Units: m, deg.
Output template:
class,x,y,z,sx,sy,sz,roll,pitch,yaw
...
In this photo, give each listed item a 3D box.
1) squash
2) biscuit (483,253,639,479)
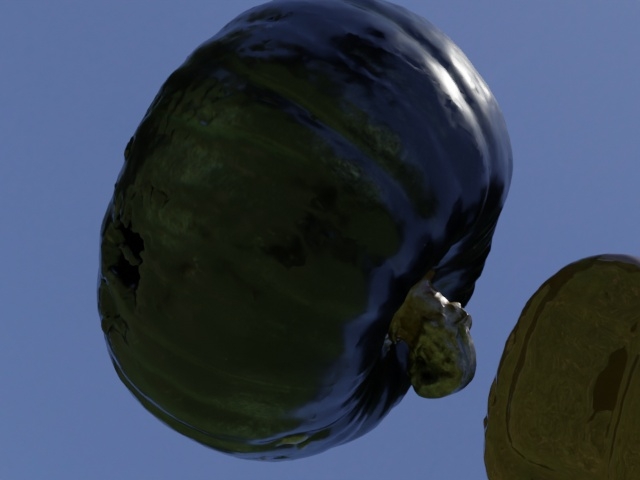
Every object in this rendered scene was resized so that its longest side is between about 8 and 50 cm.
class,x,y,z,sx,sy,sz,roll,pitch,yaw
squash,-0.004,-0.004,0.590,0.156,0.193,0.193,11,-53,24
biscuit,0.235,0.122,0.723,0.376,0.051,0.269,17,-86,41
